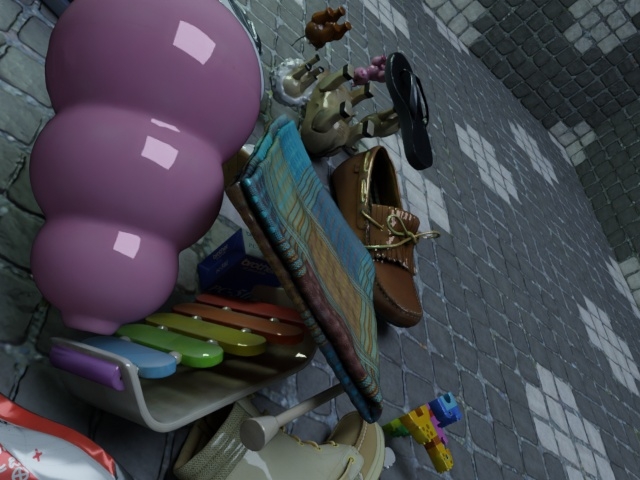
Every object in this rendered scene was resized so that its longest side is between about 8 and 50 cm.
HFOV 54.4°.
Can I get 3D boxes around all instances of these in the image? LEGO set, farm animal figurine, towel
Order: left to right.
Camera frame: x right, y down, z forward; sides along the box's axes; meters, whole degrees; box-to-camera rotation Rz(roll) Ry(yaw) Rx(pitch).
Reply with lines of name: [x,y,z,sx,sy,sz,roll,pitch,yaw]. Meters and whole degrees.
towel: [0.000,0.000,0.718,0.271,0.040,0.370,59,11,-15]
farm animal figurine: [0.037,-0.283,1.283,0.330,0.172,0.327,46,43,-26]
LEGO set: [0.156,0.295,0.919,0.227,0.087,0.093,-3,61,-53]

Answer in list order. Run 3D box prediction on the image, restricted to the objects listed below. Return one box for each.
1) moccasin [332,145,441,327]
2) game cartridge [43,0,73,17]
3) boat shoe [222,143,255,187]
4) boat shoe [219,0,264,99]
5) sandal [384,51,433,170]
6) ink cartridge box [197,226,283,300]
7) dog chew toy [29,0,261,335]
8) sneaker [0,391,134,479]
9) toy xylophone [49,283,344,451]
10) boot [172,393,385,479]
moccasin: [0.122,-0.018,1.127,0.139,0.147,0.380,30,38,-33]
game cartridge: [-0.372,-0.429,0.972,0.355,0.068,0.230,45,28,-13]
boat shoe: [-0.041,-0.049,0.990,0.277,0.098,0.096,51,32,-2]
boat shoe: [-0.152,-0.352,1.149,0.102,0.108,0.301,9,45,-47]
sandal: [0.196,-0.270,1.279,0.097,0.054,0.255,0,74,-50]
ink cartridge box: [-0.057,0.051,0.870,0.207,0.097,0.046,21,43,-42]
dog chew toy: [-0.177,-0.077,0.595,0.206,0.206,0.332,23,73,-40]
sneaker: [-0.270,0.186,0.462,0.270,0.090,0.145,42,34,-12]
toy xylophone: [-0.097,0.120,0.659,0.322,0.236,0.081,-15,109,-63]
boot: [-0.037,0.238,0.718,0.203,0.095,0.262,49,35,-5]
